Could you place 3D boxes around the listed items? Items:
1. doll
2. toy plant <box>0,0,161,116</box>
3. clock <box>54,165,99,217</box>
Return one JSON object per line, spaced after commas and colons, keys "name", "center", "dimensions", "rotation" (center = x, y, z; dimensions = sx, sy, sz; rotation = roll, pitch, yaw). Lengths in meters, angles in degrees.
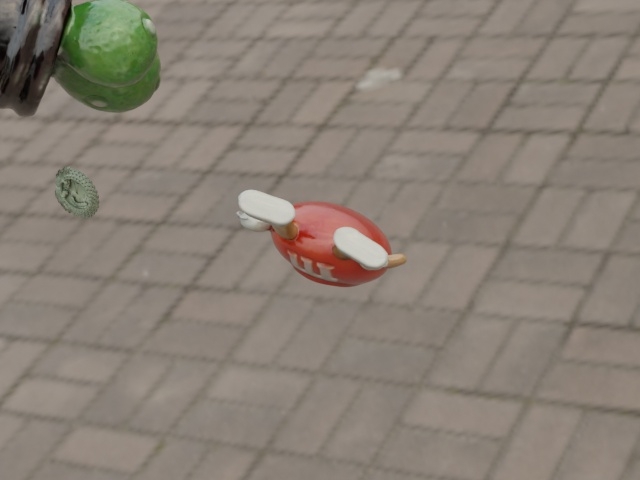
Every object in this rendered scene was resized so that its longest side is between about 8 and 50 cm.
{"name": "doll", "center": [0.000, 0.000, 1.534], "dimensions": [0.183, 0.085, 0.217], "rotation": [21, 0, 7]}
{"name": "toy plant", "center": [-0.271, -0.208, 1.562], "dimensions": [0.235, 0.175, 0.218], "rotation": [16, -6, -15]}
{"name": "clock", "center": [-0.346, -0.067, 2.109], "dimensions": [0.083, 0.074, 0.010], "rotation": [22, 31, 28]}
